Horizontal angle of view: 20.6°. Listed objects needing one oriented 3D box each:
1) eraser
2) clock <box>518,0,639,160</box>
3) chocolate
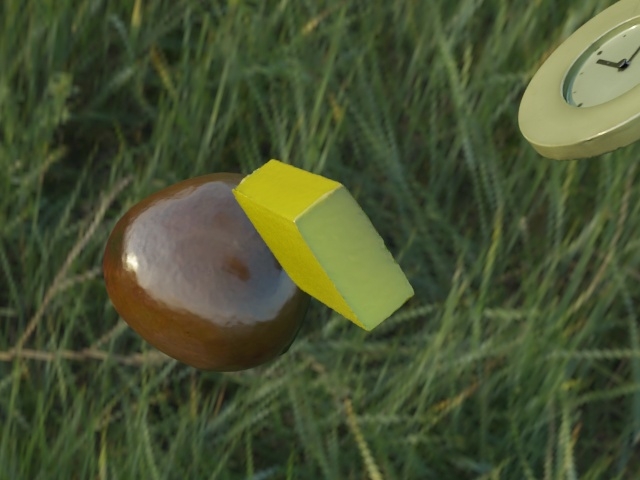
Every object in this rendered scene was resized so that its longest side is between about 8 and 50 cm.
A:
[{"bbox_3d":[0.000,0.000,1.192,0.045,0.122,0.097,-40,113,-10],"label":"eraser"},{"bbox_3d":[0.297,-0.165,1.707,0.029,0.235,0.235,49,46,-25],"label":"clock"},{"bbox_3d":[-0.092,0.020,1.429,0.177,0.176,0.176,8,52,-10],"label":"chocolate"}]
